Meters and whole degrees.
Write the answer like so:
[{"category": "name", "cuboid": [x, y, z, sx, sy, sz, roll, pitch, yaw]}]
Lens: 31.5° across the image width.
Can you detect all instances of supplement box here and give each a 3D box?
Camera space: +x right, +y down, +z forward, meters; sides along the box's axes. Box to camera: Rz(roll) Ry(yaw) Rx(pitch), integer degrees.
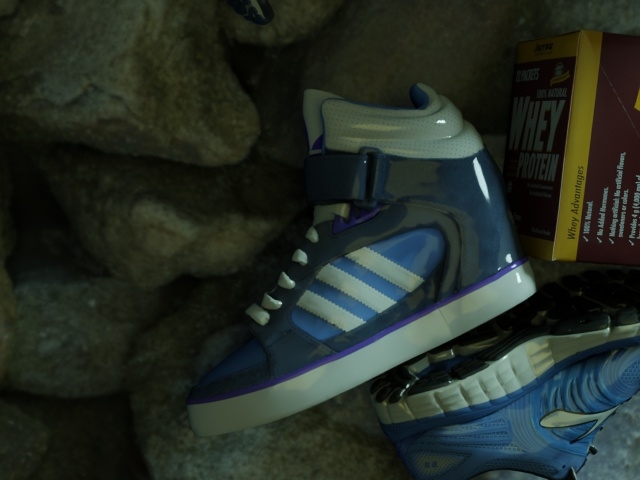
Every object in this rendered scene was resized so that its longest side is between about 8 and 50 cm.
[{"category": "supplement box", "cuboid": [0.275, -0.074, 0.994, 0.194, 0.129, 0.191, 5, 94, -13]}]

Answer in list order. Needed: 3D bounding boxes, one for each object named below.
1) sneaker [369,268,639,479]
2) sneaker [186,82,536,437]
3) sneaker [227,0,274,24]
[{"category": "sneaker", "cuboid": [0.213, 0.131, 1.016, 0.330, 0.130, 0.147, -19, 110, -4]}, {"category": "sneaker", "cuboid": [0.000, 0.000, 0.952, 0.322, 0.130, 0.236, -24, 88, -3]}, {"category": "sneaker", "cuboid": [-0.066, -0.246, 0.941, 0.058, 0.052, 0.135, -30, 101, -13]}]
